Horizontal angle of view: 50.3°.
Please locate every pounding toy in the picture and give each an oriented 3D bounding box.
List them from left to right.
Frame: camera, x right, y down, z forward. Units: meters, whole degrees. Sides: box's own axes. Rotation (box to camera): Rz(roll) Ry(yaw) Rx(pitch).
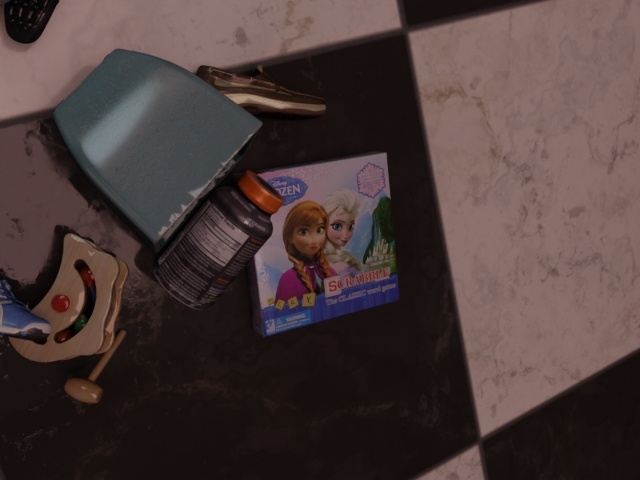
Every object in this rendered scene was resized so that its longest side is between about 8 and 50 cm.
[{"bbox_3d":[-0.421,0.131,1.164,0.154,0.155,0.270,11,83,-1],"label":"pounding toy"}]

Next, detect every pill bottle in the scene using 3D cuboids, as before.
[{"bbox_3d":[-0.172,-0.006,1.201,0.130,0.130,0.246,37,100,-27],"label":"pill bottle"}]

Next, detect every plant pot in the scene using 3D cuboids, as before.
[{"bbox_3d":[-0.279,-0.159,1.104,0.252,0.248,0.247,42,78,-7],"label":"plant pot"}]

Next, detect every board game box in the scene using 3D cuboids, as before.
[{"bbox_3d":[0.000,0.000,1.368,0.318,0.066,0.318,-13,104,-25],"label":"board game box"}]

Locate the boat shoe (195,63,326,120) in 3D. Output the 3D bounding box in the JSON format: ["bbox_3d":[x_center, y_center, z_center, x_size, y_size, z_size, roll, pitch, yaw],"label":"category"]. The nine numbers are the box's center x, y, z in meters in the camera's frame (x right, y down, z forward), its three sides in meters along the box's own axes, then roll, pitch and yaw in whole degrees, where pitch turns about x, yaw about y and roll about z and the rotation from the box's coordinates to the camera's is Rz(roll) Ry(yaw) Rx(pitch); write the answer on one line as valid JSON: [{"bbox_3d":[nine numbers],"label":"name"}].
[{"bbox_3d":[-0.106,-0.279,1.256,0.257,0.095,0.095,0,92,-28],"label":"boat shoe"}]

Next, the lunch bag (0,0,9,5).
[{"bbox_3d":[-0.493,-0.498,0.963,0.243,0.115,0.303,-35,94,-13],"label":"lunch bag"}]

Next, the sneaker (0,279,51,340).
[{"bbox_3d":[-0.508,0.098,1.057,0.211,0.080,0.081,18,77,13],"label":"sneaker"}]

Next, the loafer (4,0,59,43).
[{"bbox_3d":[-0.430,-0.409,1.067,0.076,0.078,0.223,15,85,2],"label":"loafer"}]
